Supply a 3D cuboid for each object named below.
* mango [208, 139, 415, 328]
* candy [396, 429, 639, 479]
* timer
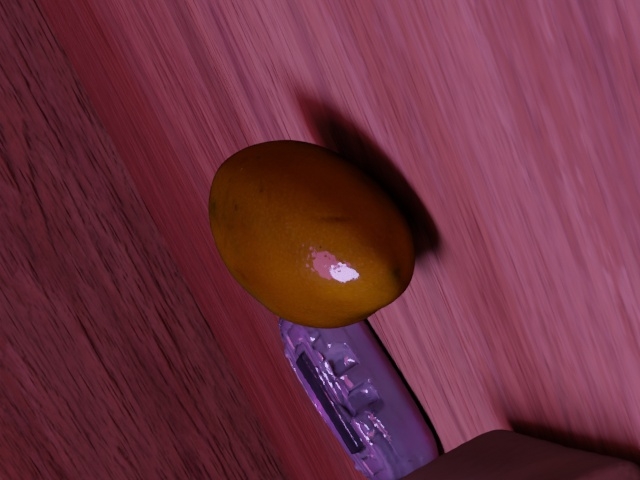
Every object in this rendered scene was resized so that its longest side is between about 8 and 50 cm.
[{"bbox_3d":[0.000,0.000,1.377,0.138,0.113,0.253,66,163,-18],"label":"mango"},{"bbox_3d":[0.147,0.241,1.251,0.208,0.145,0.359,60,171,-2],"label":"candy"},{"bbox_3d":[0.031,0.138,1.838,0.208,0.069,0.191,59,169,9],"label":"timer"}]
